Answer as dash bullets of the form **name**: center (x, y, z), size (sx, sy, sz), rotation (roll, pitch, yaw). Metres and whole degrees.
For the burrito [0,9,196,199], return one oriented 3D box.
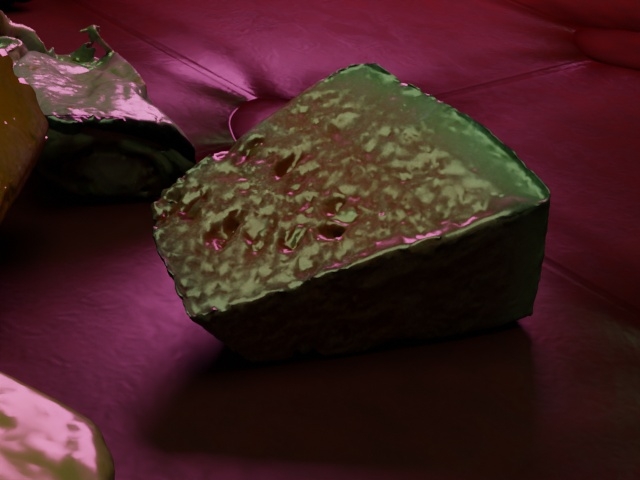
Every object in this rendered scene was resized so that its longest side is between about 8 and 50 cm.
- **burrito**: center (-0.204, -0.111, 1.069), size (0.143, 0.089, 0.229), rotation (8, 25, -31)

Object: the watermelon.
- **watermelon**: center (0.000, 0.000, 0.888), size (0.256, 0.140, 0.193), rotation (-23, 44, -30)

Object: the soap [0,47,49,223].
- **soap**: center (-0.323, -0.078, 0.756), size (0.156, 0.293, 0.335), rotation (-27, 22, 17)

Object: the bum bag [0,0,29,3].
- **bum bag**: center (-0.386, -0.259, 1.343), size (0.197, 0.049, 0.087), rotation (-17, 60, -39)

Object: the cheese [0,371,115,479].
- **cheese**: center (-0.247, 0.158, 0.456), size (0.383, 0.104, 0.384), rotation (16, 24, -7)
